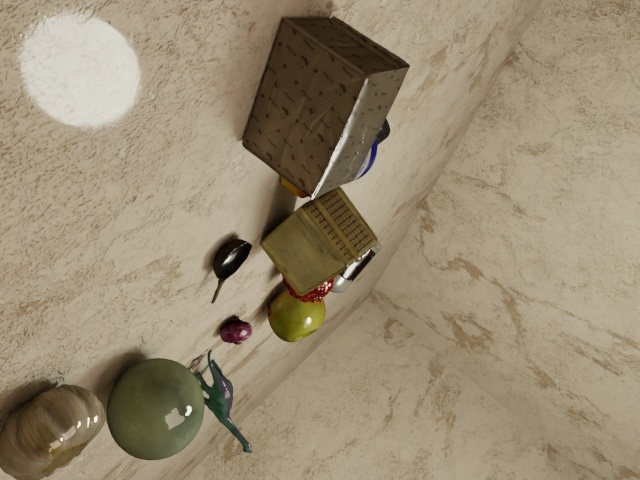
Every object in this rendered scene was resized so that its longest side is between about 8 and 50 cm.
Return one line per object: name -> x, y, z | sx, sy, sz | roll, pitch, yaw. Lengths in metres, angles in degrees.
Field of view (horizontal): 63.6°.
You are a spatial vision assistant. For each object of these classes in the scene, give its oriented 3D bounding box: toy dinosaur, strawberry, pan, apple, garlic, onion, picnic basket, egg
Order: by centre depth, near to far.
garlic -> -0.581, 0.406, 1.118 | 0.228, 0.152, 0.228 | -44, 171, -9
egg -> -0.451, 0.465, 1.425 | 0.258, 0.258, 0.352 | -41, 156, -32
pan -> -0.273, 0.075, 1.428 | 0.202, 0.048, 0.128 | -52, 163, -4
picnic basket -> 0.000, 0.000, 1.545 | 0.175, 0.228, 0.313 | -37, -179, -37
toy dinosaur -> -0.470, 0.472, 1.806 | 0.220, 0.032, 0.108 | -53, 164, -33
onion -> -0.301, 0.319, 1.835 | 0.115, 0.115, 0.105 | 31, 53, -74
strawberry -> -0.058, 0.102, 1.862 | 0.205, 0.205, 0.244 | -46, 146, -18
toy dinosaur -> -0.338, 0.620, 1.947 | 0.129, 0.330, 0.384 | -39, 162, -45
apple -> -0.095, 0.299, 2.107 | 0.260, 0.194, 0.261 | -23, 162, -8

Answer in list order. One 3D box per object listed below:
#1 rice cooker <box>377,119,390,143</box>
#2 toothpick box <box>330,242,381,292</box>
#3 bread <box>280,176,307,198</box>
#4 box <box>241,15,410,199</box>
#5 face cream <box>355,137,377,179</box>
rice cooker -> 0.122, -0.332, 1.462 | 0.118, 0.142, 0.203 | -42, 163, 11
toothpick box -> 0.073, 0.074, 2.143 | 0.316, 0.229, 0.229 | -50, 165, 3
bread -> -0.009, -0.203, 1.475 | 0.245, 0.094, 0.102 | -34, 152, -46
box -> 0.003, -0.279, 1.087 | 0.190, 0.225, 0.297 | -31, 154, -47
face cream -> 0.029, -0.238, 1.286 | 0.111, 0.206, 0.206 | -24, 149, -49
